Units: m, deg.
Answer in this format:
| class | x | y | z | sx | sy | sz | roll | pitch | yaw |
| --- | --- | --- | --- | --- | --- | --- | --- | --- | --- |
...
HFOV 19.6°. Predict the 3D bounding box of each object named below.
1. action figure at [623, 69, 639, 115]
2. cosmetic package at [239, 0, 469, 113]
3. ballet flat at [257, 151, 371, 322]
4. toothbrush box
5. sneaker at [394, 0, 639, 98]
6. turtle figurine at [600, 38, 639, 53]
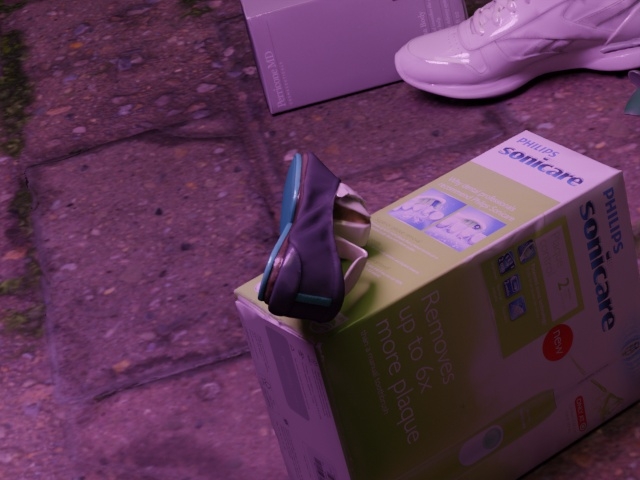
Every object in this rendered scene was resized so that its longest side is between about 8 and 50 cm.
| class | x | y | z | sx | sy | sz | roll | pitch | yaw |
| --- | --- | --- | --- | --- | --- | --- | --- | --- | --- |
| action figure | 0.396 | -0.226 | 1.863 | 0.232 | 0.063 | 0.137 | -47 | 16 | -33 |
| cosmetic package | 0.037 | -0.238 | 2.039 | 0.238 | 0.127 | 0.107 | -18 | 29 | -3 |
| ballet flat | 0.000 | 0.000 | 1.310 | 0.074 | 0.074 | 0.203 | -9 | 24 | 9 |
| toothbrush box | 0.101 | 0.076 | 1.400 | 0.283 | 0.206 | 0.122 | -29 | 32 | -24 |
| sneaker | 0.222 | -0.239 | 1.935 | 0.305 | 0.152 | 0.114 | -12 | 32 | 7 |
| turtle figurine | 0.428 | -0.253 | 1.671 | 0.266 | 0.197 | 0.275 | -22 | 32 | -21 |
